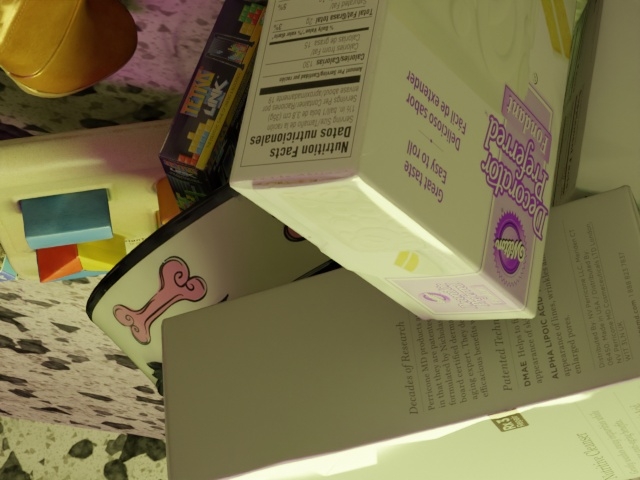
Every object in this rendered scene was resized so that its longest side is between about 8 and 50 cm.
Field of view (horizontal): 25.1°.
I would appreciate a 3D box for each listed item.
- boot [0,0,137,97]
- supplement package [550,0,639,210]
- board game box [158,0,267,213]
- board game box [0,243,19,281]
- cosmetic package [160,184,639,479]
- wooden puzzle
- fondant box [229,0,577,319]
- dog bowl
[{"bbox_3d":[-0.215,-0.212,1.194,0.295,0.104,0.211,-16,164,-49],"label":"boot"},{"bbox_3d":[0.326,-0.080,1.146,0.262,0.204,0.145,12,160,1],"label":"supplement package"},{"bbox_3d":[-0.089,-0.117,1.331,0.048,0.170,0.141,18,161,11],"label":"board game box"},{"bbox_3d":[-0.541,-0.057,1.807,0.232,0.141,0.291,-8,152,44],"label":"board game box"},{"bbox_3d":[0.091,0.115,1.117,0.385,0.156,0.217,-19,148,17],"label":"cosmetic package"},{"bbox_3d":[-0.215,-0.026,1.649,0.322,0.080,0.348,-8,160,-7],"label":"wooden puzzle"},{"bbox_3d":[0.073,-0.140,0.937,0.096,0.330,0.238,-2,157,34],"label":"fondant box"},{"bbox_3d":[-0.013,0.032,1.390,0.408,0.150,0.408,-30,170,-6],"label":"dog bowl"}]
